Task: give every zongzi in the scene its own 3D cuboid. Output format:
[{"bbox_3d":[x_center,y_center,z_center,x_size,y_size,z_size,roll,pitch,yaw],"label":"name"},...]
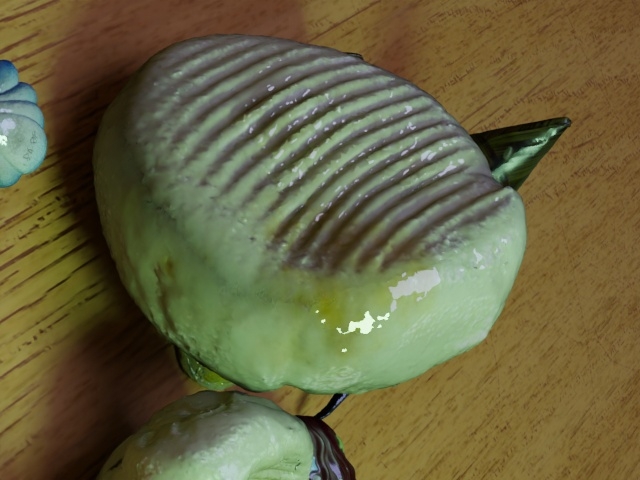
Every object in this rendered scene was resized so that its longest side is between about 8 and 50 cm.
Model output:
[{"bbox_3d":[0.140,0.010,1.947,0.111,0.241,0.247,20,64,-57],"label":"zongzi"}]

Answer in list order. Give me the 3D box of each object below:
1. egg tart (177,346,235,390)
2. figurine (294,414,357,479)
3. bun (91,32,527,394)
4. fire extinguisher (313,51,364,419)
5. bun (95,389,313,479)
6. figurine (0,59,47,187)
[{"bbox_3d":[-0.088,0.084,1.738,0.105,0.039,0.105,21,65,-55],"label":"egg tart"},{"bbox_3d":[-0.017,0.272,1.721,0.175,0.116,0.240,8,75,-58],"label":"figurine"},{"bbox_3d":[-0.023,-0.007,1.648,0.365,0.365,0.219,-58,171,-50],"label":"bun"},{"bbox_3d":[0.000,0.000,1.870,0.138,0.102,0.344,-5,86,-27],"label":"fire extinguisher"},{"bbox_3d":[-0.107,0.203,1.551,0.231,0.133,0.231,-47,159,-24],"label":"bun"},{"bbox_3d":[-0.246,-0.080,1.488,0.114,0.079,0.114,-31,125,-56],"label":"figurine"}]
